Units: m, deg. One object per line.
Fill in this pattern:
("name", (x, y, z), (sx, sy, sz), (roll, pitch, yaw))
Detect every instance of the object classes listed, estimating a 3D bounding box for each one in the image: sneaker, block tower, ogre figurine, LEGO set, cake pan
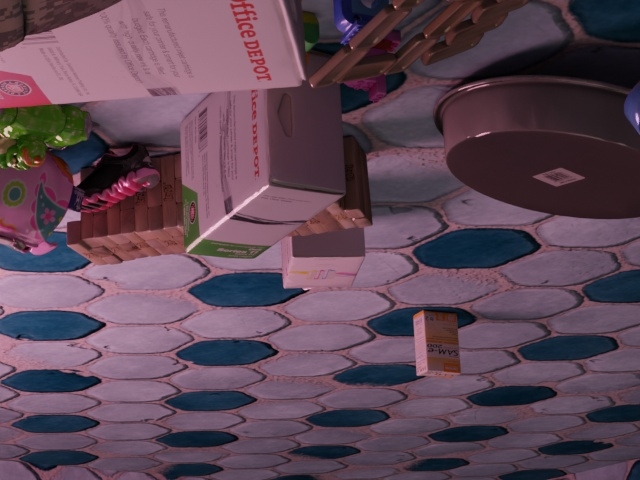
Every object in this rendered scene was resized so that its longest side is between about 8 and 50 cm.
("sneaker", (-0.236, -0.070, 1.609), (0.119, 0.057, 0.047), (-21, 165, 13))
("block tower", (-0.117, -0.048, 1.644), (0.335, 0.097, 0.091), (-9, 159, 14))
("ogre figurine", (-0.307, -0.119, 1.420), (0.118, 0.097, 0.197), (-1, 155, 40))
("LEGO set", (-0.018, -0.172, 1.296), (0.227, 0.093, 0.087), (6, 159, -22))
("cake pan", (0.259, -0.090, 1.528), (0.293, 0.054, 0.293), (11, 164, 3))

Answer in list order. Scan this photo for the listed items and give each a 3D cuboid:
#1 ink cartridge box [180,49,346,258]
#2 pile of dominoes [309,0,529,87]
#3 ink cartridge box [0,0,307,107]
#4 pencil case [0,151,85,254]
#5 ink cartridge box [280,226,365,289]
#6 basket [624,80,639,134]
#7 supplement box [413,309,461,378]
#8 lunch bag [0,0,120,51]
("ink cartridge box", (-0.061, -0.085, 1.453), (0.087, 0.153, 0.208), (7, 159, -27))
("pile of dominoes", (0.120, -0.217, 1.192), (0.196, 0.040, 0.251), (-15, 164, -44))
("ink cartridge box", (-0.162, -0.202, 1.157), (0.283, 0.117, 0.207), (-4, 161, 5))
("pencil case", (-0.387, -0.069, 1.506), (0.124, 0.124, 0.284), (-16, 155, 35))
("ink cartridge box", (0.000, 0.000, 1.791), (0.090, 0.092, 0.143), (-1, 162, -7))
("basket", (0.413, -0.156, 1.187), (0.289, 0.201, 0.255), (-46, 141, 18))
("supplement box", (0.181, 0.161, 2.258), (0.062, 0.098, 0.036), (6, 159, -24))
("lunch bag", (-0.181, -0.255, 0.874), (0.256, 0.212, 0.305), (-15, 167, -15))
